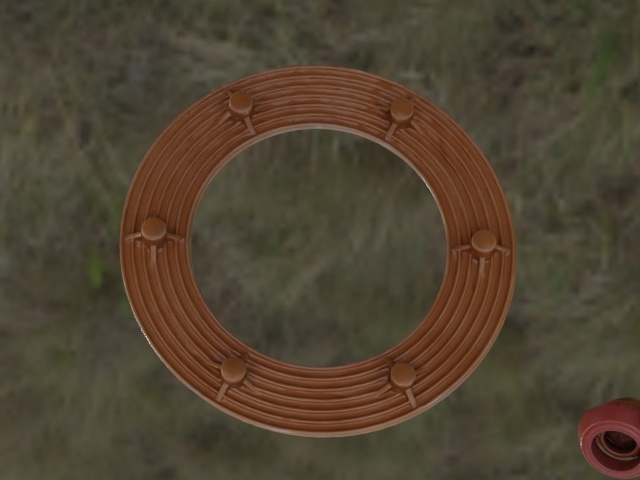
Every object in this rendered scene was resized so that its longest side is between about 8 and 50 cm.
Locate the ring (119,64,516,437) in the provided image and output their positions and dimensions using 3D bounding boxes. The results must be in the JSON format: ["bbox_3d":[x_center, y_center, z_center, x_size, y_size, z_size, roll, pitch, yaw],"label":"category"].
[{"bbox_3d":[0.000,0.000,1.598,0.337,0.336,0.032,4,159,-2],"label":"ring"}]

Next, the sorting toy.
[{"bbox_3d":[0.195,0.107,1.050,0.102,0.042,0.061,16,128,15],"label":"sorting toy"}]
